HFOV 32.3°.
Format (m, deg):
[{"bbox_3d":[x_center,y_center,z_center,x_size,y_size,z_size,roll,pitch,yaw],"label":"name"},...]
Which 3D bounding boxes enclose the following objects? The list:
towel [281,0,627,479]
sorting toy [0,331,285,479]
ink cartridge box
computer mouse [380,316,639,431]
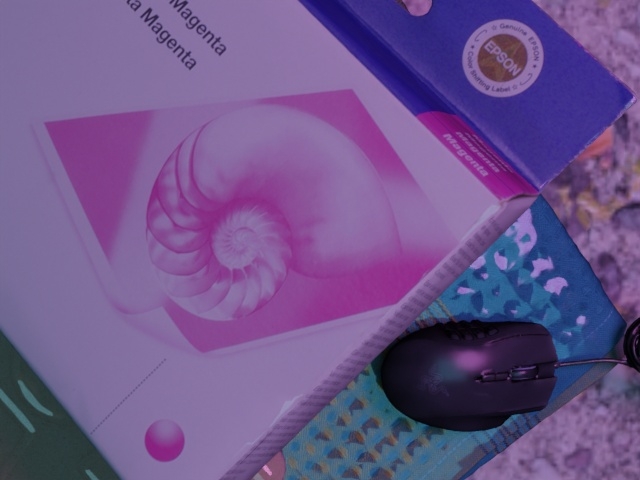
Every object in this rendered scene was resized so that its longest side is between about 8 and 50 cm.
[{"bbox_3d":[0.000,0.000,0.712,0.271,0.040,0.370,-37,97,-4],"label":"towel"},{"bbox_3d":[-0.156,0.132,0.688,0.208,0.038,0.193,-38,96,7],"label":"sorting toy"},{"bbox_3d":[-0.062,-0.076,0.601,0.330,0.071,0.324,-45,74,5],"label":"ink cartridge box"},{"bbox_3d":[0.158,0.082,0.695,0.242,0.041,0.071,-4,93,-7],"label":"computer mouse"}]
